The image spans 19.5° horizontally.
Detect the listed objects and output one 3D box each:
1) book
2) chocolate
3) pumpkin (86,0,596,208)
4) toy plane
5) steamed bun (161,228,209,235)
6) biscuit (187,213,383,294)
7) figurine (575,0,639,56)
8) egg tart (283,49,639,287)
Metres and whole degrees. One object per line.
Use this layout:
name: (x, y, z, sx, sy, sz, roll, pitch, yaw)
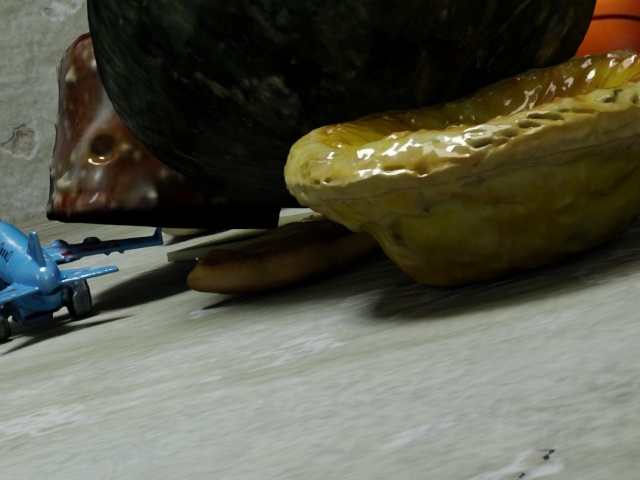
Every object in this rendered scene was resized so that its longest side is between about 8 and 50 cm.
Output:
book: (-0.047, -0.011, 2.008, 0.168, 0.013, 0.192, -19, 7, -38)
chocolate: (-0.152, -0.117, 1.850, 0.225, 0.210, 0.340, -1, -1, 11)
pumpkin: (0.020, -0.212, 1.554, 0.454, 0.344, 0.454, -9, -21, -4)
toy plane: (-0.278, 0.031, 1.736, 0.254, 0.105, 0.271, -16, 5, -19)
steamed bun: (-0.150, -0.067, 2.306, 0.172, 0.141, 0.155, -16, 18, 20)
biscuit: (0.004, -0.001, 1.625, 0.154, 0.045, 0.299, -13, 5, 26)
figurine: (0.239, -0.164, 1.852, 0.323, 0.196, 0.320, -24, -35, 8)
egg tart: (0.133, -0.045, 1.312, 0.318, 0.128, 0.319, -14, 8, 2)
